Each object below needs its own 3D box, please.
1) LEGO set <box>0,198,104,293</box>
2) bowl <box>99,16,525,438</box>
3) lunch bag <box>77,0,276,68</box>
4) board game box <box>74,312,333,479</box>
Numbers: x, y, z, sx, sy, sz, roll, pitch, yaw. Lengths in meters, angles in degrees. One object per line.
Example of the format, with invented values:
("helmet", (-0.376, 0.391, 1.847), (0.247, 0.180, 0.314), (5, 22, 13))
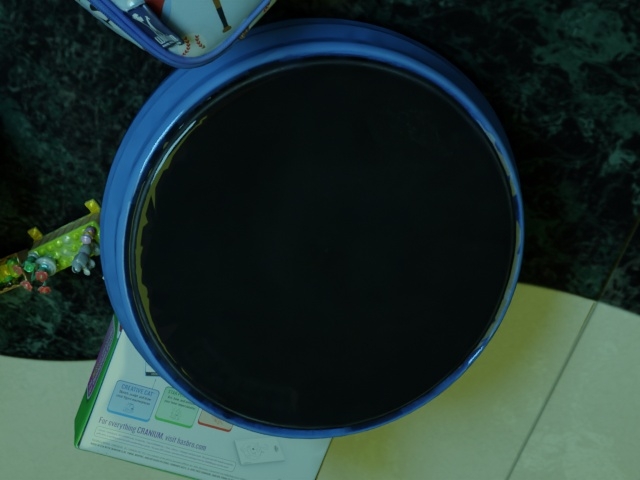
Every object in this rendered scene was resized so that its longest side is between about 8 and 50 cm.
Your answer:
("LEGO set", (-0.221, 0.039, 1.424), (0.287, 0.107, 0.132), (7, 129, 6))
("bowl", (0.000, 0.000, 1.252), (0.391, 0.077, 0.391), (-4, 109, -10))
("lunch bag", (-0.099, -0.290, 1.036), (0.303, 0.115, 0.243), (-48, 125, -2))
("board game box", (-0.071, 0.080, 1.341), (0.242, 0.064, 0.316), (18, 104, -16))
